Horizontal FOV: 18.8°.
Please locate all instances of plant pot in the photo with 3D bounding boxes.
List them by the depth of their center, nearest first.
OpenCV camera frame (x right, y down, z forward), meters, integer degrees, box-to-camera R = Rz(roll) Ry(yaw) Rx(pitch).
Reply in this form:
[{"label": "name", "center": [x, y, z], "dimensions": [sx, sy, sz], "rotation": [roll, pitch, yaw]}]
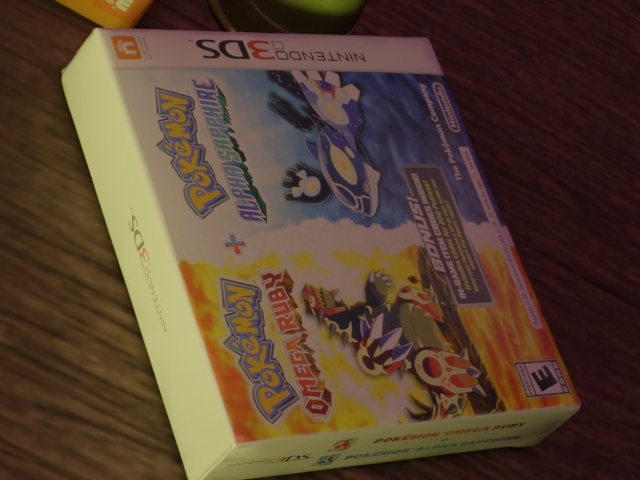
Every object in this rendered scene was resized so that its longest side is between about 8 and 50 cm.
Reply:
[{"label": "plant pot", "center": [-0.001, -0.135, 0.927], "dimensions": [0.083, 0.079, 0.083], "rotation": [18, 51, -24]}]

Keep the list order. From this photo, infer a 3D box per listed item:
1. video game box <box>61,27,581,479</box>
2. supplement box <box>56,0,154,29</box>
[{"label": "video game box", "center": [0.000, 0.000, 0.856], "dimensions": [0.187, 0.048, 0.205], "rotation": [-4, 62, -33]}, {"label": "supplement box", "center": [-0.161, -0.187, 0.858], "dimensions": [0.233, 0.078, 0.080], "rotation": [26, 48, -16]}]
